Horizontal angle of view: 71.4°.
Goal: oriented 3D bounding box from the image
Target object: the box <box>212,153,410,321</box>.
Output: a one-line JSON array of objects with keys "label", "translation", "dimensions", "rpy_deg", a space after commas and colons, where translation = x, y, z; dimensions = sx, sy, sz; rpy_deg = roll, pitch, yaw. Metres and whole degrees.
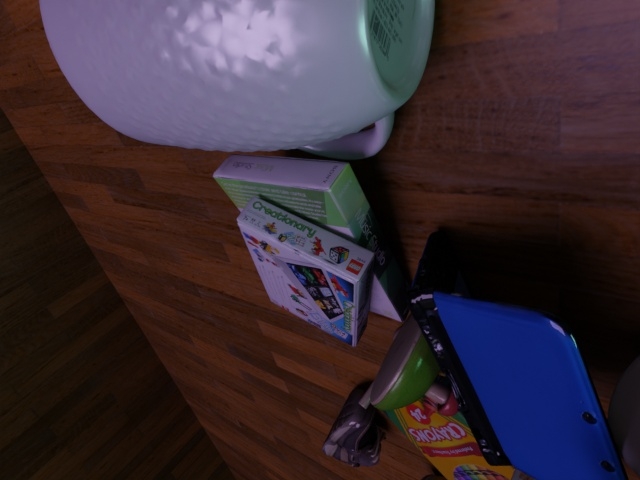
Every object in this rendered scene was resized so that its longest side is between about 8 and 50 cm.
[{"label": "box", "translation": [0.000, 0.000, 0.714], "dimensions": [0.232, 0.059, 0.322], "rpy_deg": [13, 150, 38]}]

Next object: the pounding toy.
[{"label": "pounding toy", "translation": [0.161, 0.199, 0.686], "dimensions": [0.110, 0.183, 0.237], "rpy_deg": [29, 157, 7]}]

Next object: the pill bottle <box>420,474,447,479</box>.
[{"label": "pill bottle", "translation": [0.303, 0.580, 0.976], "dimensions": [0.103, 0.103, 0.184], "rpy_deg": [52, 144, -6]}]

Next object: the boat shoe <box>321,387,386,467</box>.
[{"label": "boat shoe", "translation": [0.098, 0.463, 1.079], "dimensions": [0.130, 0.132, 0.356], "rpy_deg": [27, 149, 11]}]

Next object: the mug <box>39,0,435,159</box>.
[{"label": "mug", "translation": [-0.046, -0.211, 0.503], "dimensions": [0.327, 0.277, 0.374], "rpy_deg": [11, 161, 30]}]

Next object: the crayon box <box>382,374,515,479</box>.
[{"label": "crayon box", "translation": [0.280, 0.378, 0.834], "dimensions": [0.318, 0.081, 0.202], "rpy_deg": [45, 143, 2]}]

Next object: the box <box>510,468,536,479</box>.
[{"label": "box", "translation": [0.344, 0.350, 0.638], "dimensions": [0.114, 0.203, 0.103], "rpy_deg": [16, 134, 35]}]

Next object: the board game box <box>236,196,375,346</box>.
[{"label": "board game box", "translation": [-0.015, 0.067, 0.721], "dimensions": [0.192, 0.053, 0.305], "rpy_deg": [26, 156, 16]}]

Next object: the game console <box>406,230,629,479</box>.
[{"label": "game console", "translation": [0.245, 0.144, 0.552], "dimensions": [0.173, 0.250, 0.293], "rpy_deg": [-16, 112, 31]}]

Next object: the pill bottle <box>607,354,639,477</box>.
[{"label": "pill bottle", "translation": [0.491, 0.269, 0.398], "dimensions": [0.392, 0.224, 0.224], "rpy_deg": [47, 144, 2]}]
